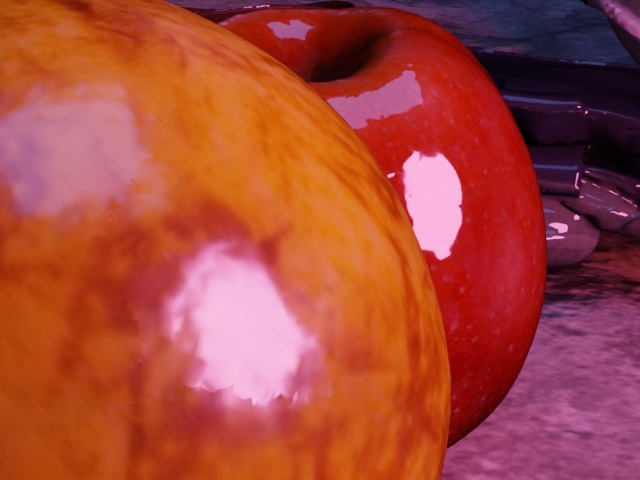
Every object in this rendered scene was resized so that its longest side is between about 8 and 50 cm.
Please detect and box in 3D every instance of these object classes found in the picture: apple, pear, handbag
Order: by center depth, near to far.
[{"bbox_3d":[-0.095,0.041,0.562,0.280,0.281,0.281,3,21,-1],"label":"pear"},{"bbox_3d":[0.000,0.000,0.788,0.218,0.201,0.218,-2,27,1],"label":"apple"},{"bbox_3d":[0.140,-0.056,1.064,0.325,0.118,0.269,5,14,8],"label":"handbag"}]

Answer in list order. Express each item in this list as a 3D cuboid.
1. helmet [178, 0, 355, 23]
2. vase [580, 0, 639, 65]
[{"bbox_3d":[-0.054,-0.124,1.222,0.155,0.106,0.175,7,16,42],"label":"helmet"},{"bbox_3d":[0.383,-0.172,1.257,0.250,0.250,0.445,-4,26,-18],"label":"vase"}]
